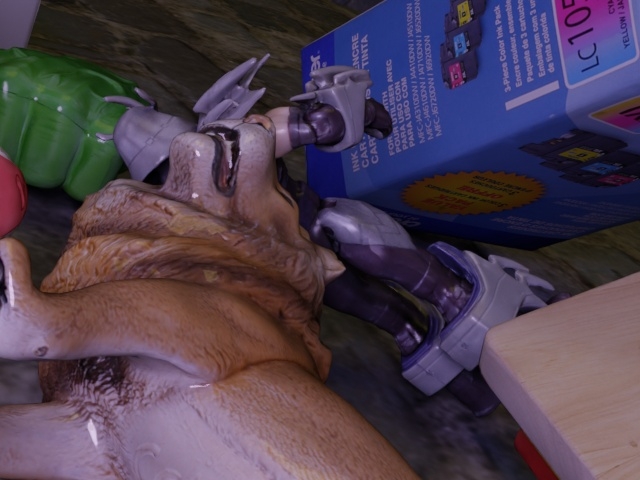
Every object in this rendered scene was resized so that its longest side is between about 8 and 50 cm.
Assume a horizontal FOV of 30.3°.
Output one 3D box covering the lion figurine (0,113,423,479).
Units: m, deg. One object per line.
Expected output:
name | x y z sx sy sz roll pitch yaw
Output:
lion figurine | -0.003 0.098 0.428 0.240 0.142 0.392 12 31 -54

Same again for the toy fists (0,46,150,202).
toy fists | -0.249 -0.098 0.772 0.279 0.096 0.142 21 8 4

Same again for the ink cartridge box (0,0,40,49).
ink cartridge box | -0.390 -0.241 1.037 0.237 0.100 0.172 30 18 28

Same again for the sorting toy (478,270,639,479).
sorting toy | 0.240 0.119 0.535 0.257 0.089 0.255 -17 50 -23

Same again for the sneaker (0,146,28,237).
sneaker | -0.215 -0.024 0.491 0.225 0.088 0.093 3 2 23

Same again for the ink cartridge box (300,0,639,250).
ink cartridge box | 0.168 -0.101 0.907 0.270 0.151 0.395 9 -17 -37

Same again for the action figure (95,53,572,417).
action figure | 0.000 0.000 0.662 0.285 0.185 0.099 32 47 -14
